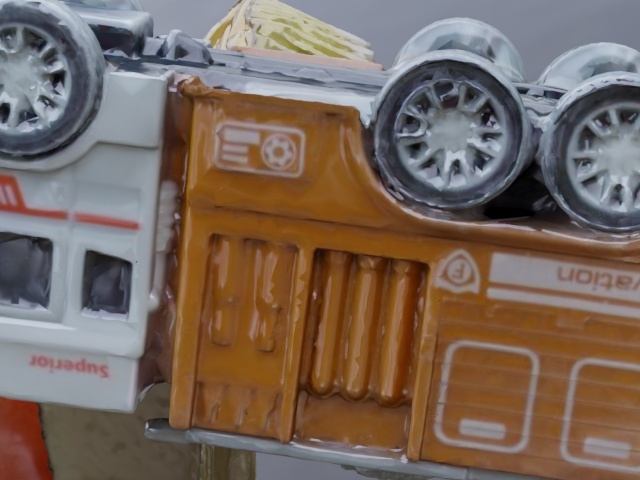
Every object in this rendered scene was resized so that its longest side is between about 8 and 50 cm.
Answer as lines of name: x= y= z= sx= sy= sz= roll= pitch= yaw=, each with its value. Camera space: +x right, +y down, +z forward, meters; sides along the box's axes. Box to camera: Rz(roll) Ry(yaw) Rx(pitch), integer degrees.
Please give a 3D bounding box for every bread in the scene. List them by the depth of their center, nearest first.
bread: x=-0.058 y=-0.066 z=1.529 sx=0.250 sy=0.133 sz=0.179 roll=-53 pitch=24 yaw=30

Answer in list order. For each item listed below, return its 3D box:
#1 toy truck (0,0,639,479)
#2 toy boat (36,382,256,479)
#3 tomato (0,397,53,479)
toy truck: x=0.000 y=0.000 z=0.918 sx=0.387 sy=0.207 sz=0.173 roll=8 pitch=12 yaw=4
toy boat: x=-0.100 y=0.073 z=1.098 sx=0.116 sy=0.188 sz=0.061 roll=11 pitch=34 yaw=24
tomato: x=-0.219 y=0.137 z=1.326 sx=0.321 sy=0.321 sz=0.321 roll=-27 pitch=26 yaw=15
